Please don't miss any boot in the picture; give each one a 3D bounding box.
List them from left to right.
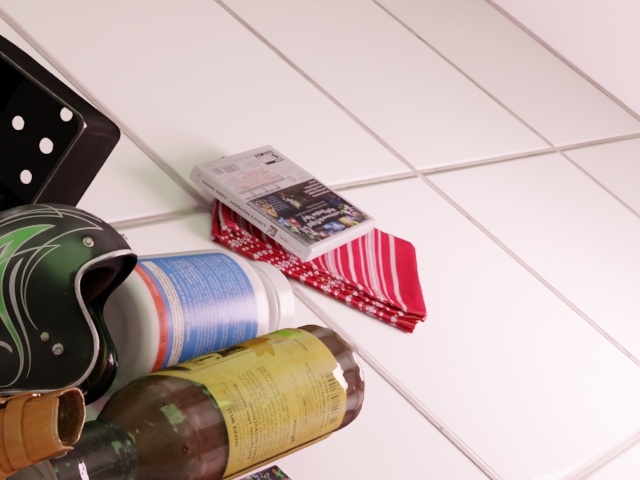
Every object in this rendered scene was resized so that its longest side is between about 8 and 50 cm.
[{"bbox_3d":[-0.252,0.157,0.982,0.152,0.073,0.197,-10,24,8],"label":"boot"}]

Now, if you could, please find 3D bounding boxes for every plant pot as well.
[{"bbox_3d":[-0.301,-0.091,1.353,0.188,0.187,0.167,38,14,13],"label":"plant pot"}]

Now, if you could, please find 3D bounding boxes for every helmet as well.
[{"bbox_3d":[-0.231,0.051,1.141,0.169,0.169,0.161,7,74,-42],"label":"helmet"}]

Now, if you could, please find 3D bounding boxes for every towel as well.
[{"bbox_3d":[0.000,0.000,1.688,0.275,0.031,0.199,25,25,-14],"label":"towel"}]

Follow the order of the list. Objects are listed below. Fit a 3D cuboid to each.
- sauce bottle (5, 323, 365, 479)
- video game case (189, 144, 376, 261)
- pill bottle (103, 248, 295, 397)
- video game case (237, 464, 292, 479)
[{"bbox_3d":[-0.105,0.155,1.186,0.111,0.111,0.344,45,34,24],"label":"sauce bottle"},{"bbox_3d":[-0.041,-0.047,1.674,0.173,0.022,0.190,35,23,15],"label":"video game case"},{"bbox_3d":[-0.125,0.071,1.309,0.221,0.124,0.124,-5,44,-51],"label":"pill bottle"},{"bbox_3d":[-0.039,0.286,1.116,0.210,0.041,0.232,43,27,21],"label":"video game case"}]
